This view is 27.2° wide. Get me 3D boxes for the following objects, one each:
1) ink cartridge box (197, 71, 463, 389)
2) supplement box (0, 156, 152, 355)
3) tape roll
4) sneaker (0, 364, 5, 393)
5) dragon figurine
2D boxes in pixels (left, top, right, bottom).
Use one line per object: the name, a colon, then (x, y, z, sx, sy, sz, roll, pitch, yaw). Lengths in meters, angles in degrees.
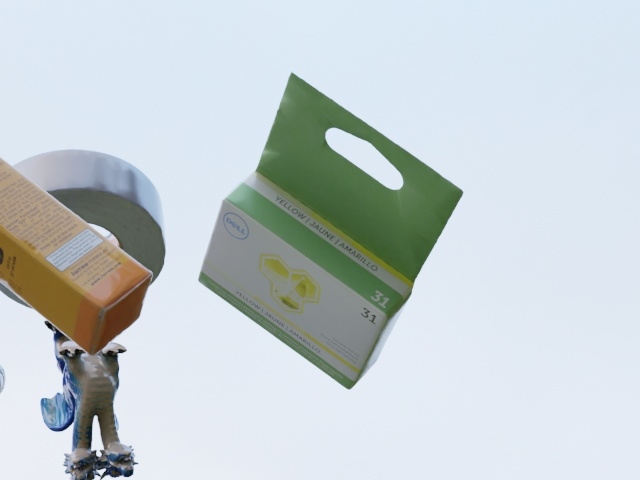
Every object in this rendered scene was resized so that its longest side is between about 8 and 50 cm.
ink cartridge box: (0.000, 0.000, 1.075, 0.056, 0.171, 0.235, -47, -13, -37)
supplement box: (-0.277, 0.004, 1.276, 0.080, 0.233, 0.078, -44, -16, -42)
tape roll: (-0.298, -0.007, 1.602, 0.219, 0.072, 0.219, -6, -44, -6)
sneaker: (-0.482, 0.157, 1.555, 0.212, 0.094, 0.080, 1, -93, -8)
dragon figurine: (-0.265, 0.165, 1.474, 0.085, 0.289, 0.144, 1, -73, -21)
